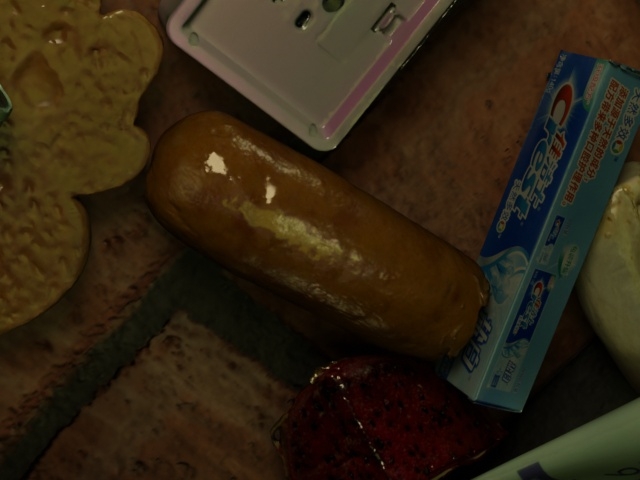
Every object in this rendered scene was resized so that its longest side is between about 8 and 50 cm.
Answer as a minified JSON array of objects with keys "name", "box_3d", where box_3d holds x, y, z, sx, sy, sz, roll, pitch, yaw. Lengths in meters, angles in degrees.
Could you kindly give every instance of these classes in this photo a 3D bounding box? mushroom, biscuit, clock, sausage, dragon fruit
[{"name":"mushroom","box_3d":[0.305,0.084,0.930,0.123,0.095,0.351,-48,119,-16]},{"name":"biscuit","box_3d":[-0.225,-0.055,0.732,0.202,0.044,0.289,33,99,-23]},{"name":"clock","box_3d":[0.006,-0.178,0.740,0.150,0.063,0.197,35,99,-26]},{"name":"sausage","box_3d":[-0.001,0.002,0.793,0.270,0.109,0.109,29,101,-22]},{"name":"dragon fruit","box_3d":[0.053,0.154,0.893,0.161,0.120,0.127,-13,75,-39]}]

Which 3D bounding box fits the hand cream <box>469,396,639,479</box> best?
[{"name":"hand cream","box_3d":[0.221,0.175,0.895,0.320,0.067,0.109,-30,140,27]}]

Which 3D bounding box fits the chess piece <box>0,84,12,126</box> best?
[{"name":"chess piece","box_3d":[-0.260,-0.052,0.678,0.149,0.059,0.059,-40,118,11]}]

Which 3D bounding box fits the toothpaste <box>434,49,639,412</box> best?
[{"name":"toothpaste","box_3d":[0.167,-0.007,0.842,0.053,0.066,0.272,17,99,-26]}]
